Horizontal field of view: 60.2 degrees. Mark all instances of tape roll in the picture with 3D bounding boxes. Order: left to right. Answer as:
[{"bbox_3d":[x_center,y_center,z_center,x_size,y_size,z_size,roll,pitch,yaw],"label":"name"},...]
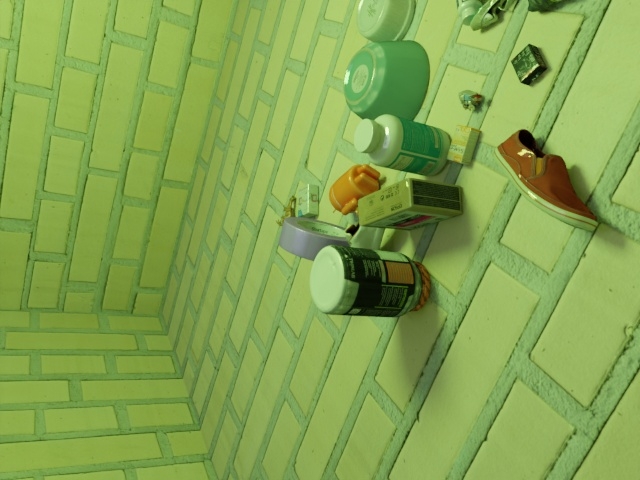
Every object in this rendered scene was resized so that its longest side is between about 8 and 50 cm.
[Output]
[{"bbox_3d":[0.000,0.000,1.883,0.275,0.274,0.090,32,111,57],"label":"tape roll"}]

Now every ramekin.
[{"bbox_3d":[0.208,-0.763,1.851,0.207,0.109,0.207,-19,67,57],"label":"ramekin"}]

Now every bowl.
[{"bbox_3d":[0.188,-0.511,1.784,0.311,0.163,0.312,-18,68,56],"label":"bowl"}]

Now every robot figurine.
[{"bbox_3d":[0.113,-0.173,1.878,0.219,0.128,0.158,-38,67,49],"label":"robot figurine"}]

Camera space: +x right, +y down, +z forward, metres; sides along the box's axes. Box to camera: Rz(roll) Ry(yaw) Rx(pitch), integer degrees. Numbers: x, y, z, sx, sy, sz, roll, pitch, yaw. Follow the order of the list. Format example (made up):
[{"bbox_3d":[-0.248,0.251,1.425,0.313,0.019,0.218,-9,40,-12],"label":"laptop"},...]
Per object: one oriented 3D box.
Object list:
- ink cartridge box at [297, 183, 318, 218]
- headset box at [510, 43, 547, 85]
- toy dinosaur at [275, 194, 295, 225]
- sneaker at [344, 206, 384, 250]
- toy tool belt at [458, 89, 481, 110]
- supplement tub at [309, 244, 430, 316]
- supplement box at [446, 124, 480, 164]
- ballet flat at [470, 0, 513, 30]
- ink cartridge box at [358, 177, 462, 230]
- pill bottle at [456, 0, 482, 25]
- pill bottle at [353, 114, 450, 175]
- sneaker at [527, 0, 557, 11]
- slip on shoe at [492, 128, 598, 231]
[{"bbox_3d":[-0.050,-0.157,2.217,0.088,0.052,0.122,-19,67,57],"label":"ink cartridge box"},{"bbox_3d":[0.510,-0.427,1.351,0.062,0.032,0.083,-46,48,47],"label":"headset box"},{"bbox_3d":[-0.135,-0.089,2.336,0.112,0.064,0.212,-32,58,51],"label":"toy dinosaur"},{"bbox_3d":[0.130,0.016,1.766,0.106,0.123,0.290,-74,-6,-62],"label":"sneaker"},{"bbox_3d":[0.411,-0.377,1.502,0.083,0.052,0.051,-132,24,-56],"label":"toy tool belt"},{"bbox_3d":[0.145,0.121,1.575,0.193,0.316,0.194,-21,65,57],"label":"supplement tub"},{"bbox_3d":[0.391,-0.262,1.513,0.062,0.036,0.098,34,113,57],"label":"supplement box"},{"bbox_3d":[0.460,-0.611,1.454,0.168,0.057,0.052,-50,54,43],"label":"ballet flat"},{"bbox_3d":[0.250,-0.096,1.563,0.234,0.193,0.088,-21,67,57],"label":"ink cartridge box"},{"bbox_3d":[0.411,-0.661,1.530,0.067,0.067,0.120,-26,62,55],"label":"pill bottle"},{"bbox_3d":[0.227,-0.272,1.567,0.146,0.264,0.146,-19,68,56],"label":"pill bottle"},{"bbox_3d":[0.469,-0.672,1.303,0.300,0.111,0.121,59,152,0],"label":"sneaker"},{"bbox_3d":[0.503,-0.140,1.231,0.101,0.123,0.331,-58,34,30],"label":"slip on shoe"}]
